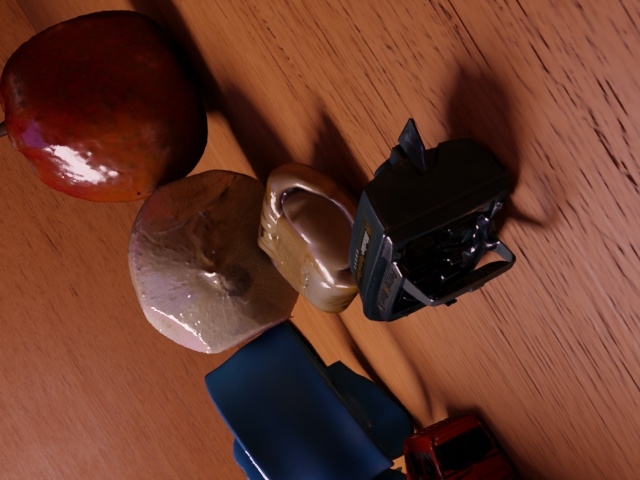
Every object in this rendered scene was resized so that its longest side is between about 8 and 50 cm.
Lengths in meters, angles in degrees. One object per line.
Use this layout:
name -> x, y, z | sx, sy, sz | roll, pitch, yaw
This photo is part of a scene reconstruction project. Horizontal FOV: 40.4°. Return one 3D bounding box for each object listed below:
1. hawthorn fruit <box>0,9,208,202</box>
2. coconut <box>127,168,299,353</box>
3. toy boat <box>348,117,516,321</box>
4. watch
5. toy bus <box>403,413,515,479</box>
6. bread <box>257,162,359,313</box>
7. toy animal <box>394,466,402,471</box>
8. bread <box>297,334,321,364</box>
hawthorn fruit -> -0.304, -0.156, 1.121 | 0.254, 0.300, 0.254 | 157, 90, -85
coconut -> -0.121, 0.020, 1.054 | 0.227, 0.227, 0.230 | 60, 167, -14
toy boat -> 0.071, 0.015, 0.620 | 0.103, 0.093, 0.246 | 61, 168, 18
watch -> -0.009, 0.260, 1.094 | 0.305, 0.241, 0.274 | 46, 172, 40
toy bus -> 0.140, 0.246, 0.957 | 0.195, 0.081, 0.089 | 113, 133, -75
bread -> 0.000, 0.000, 0.876 | 0.134, 0.081, 0.225 | 50, 165, 7
toy animal -> 0.132, 0.429, 1.411 | 0.208, 0.100, 0.103 | 60, -168, -54
bread -> -0.017, 0.264, 1.651 | 0.267, 0.040, 0.267 | 54, 167, 18
